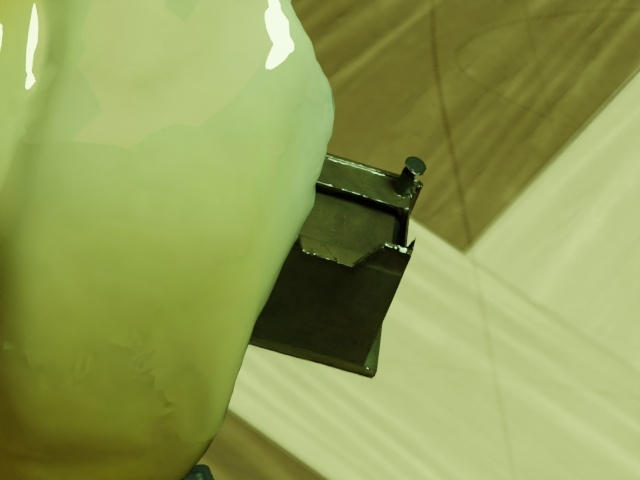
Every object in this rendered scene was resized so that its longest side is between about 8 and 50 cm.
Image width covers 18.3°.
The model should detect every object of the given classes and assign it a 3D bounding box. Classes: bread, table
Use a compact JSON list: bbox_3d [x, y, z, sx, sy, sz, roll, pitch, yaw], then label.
[{"bbox_3d":[-0.147,-0.103,0.721,0.245,0.329,0.424,15,40,-36],"label":"bread"},{"bbox_3d":[0.000,0.000,0.882,0.083,0.082,0.070,17,44,-7],"label":"table"}]

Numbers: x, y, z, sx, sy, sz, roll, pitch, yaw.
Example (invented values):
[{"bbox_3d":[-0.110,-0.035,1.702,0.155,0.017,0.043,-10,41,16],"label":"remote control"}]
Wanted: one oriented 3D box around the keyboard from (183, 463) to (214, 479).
[{"bbox_3d":[-0.027,0.211,0.708,0.100,0.018,0.310,-6,50,-27],"label":"keyboard"}]
